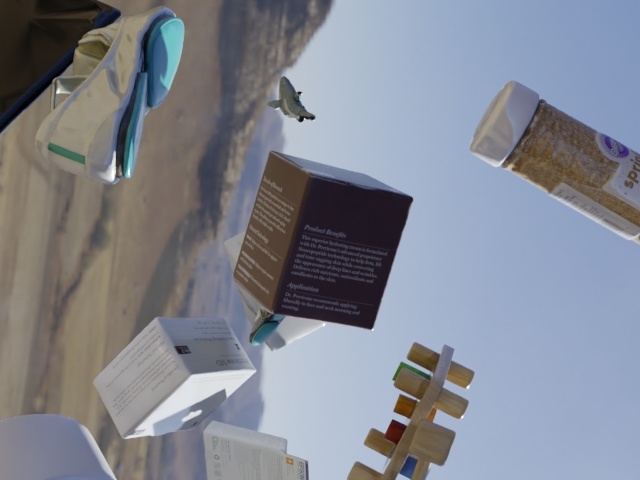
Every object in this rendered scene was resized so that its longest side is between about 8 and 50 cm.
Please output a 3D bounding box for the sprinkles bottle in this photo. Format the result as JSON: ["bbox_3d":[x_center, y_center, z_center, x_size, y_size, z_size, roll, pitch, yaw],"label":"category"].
[{"bbox_3d":[0.394,-0.094,1.551,0.121,0.355,0.121,-60,-177,5],"label":"sprinkles bottle"}]

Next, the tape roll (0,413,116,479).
[{"bbox_3d":[-0.383,0.340,1.295,0.100,0.286,0.286,51,-31,31],"label":"tape roll"}]

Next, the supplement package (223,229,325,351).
[{"bbox_3d":[-0.073,0.071,1.753,0.105,0.105,0.179,47,-22,45],"label":"supplement package"}]

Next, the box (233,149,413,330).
[{"bbox_3d":[0.000,0.000,1.540,0.167,0.169,0.203,34,-71,62],"label":"box"}]

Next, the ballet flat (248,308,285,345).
[{"bbox_3d":[-0.076,0.115,1.665,0.114,0.041,0.041,-48,-157,30],"label":"ballet flat"}]

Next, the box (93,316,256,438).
[{"bbox_3d":[-0.240,0.224,1.779,0.182,0.181,0.119,-43,-114,22],"label":"box"}]

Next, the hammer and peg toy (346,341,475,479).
[{"bbox_3d":[0.143,0.328,1.798,0.266,0.127,0.361,-65,173,13],"label":"hammer and peg toy"}]

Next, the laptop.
[{"bbox_3d":[-0.563,-0.229,1.544,0.382,0.408,0.236,-62,174,-47],"label":"laptop"}]

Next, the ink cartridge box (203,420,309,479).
[{"bbox_3d":[-0.113,0.465,2.070,0.045,0.224,0.223,-47,143,-53],"label":"ink cartridge box"}]

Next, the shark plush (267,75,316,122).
[{"bbox_3d":[-0.060,-0.297,2.325,0.161,0.073,0.067,-120,-135,-58],"label":"shark plush"}]

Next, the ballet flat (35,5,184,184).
[{"bbox_3d":[-0.266,-0.205,1.369,0.400,0.139,0.139,-83,-178,-57],"label":"ballet flat"}]
